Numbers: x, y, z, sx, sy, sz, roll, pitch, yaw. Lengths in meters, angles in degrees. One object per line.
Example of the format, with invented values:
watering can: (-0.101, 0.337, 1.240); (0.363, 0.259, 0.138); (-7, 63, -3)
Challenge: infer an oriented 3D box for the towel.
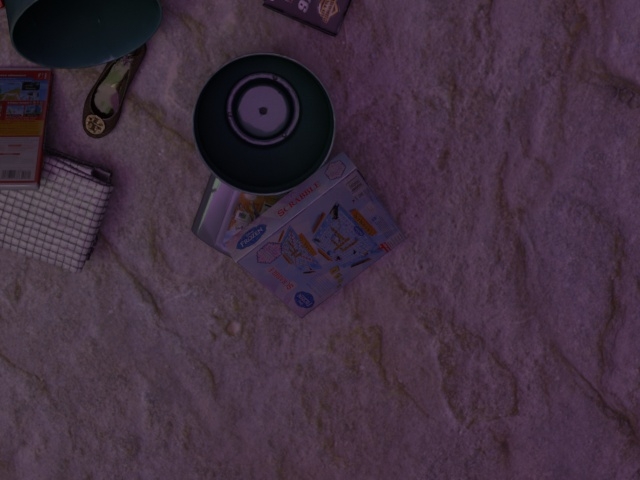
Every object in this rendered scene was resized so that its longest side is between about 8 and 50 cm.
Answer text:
towel: (-0.618, -0.087, 1.718); (0.283, 0.121, 0.235); (19, 103, -6)

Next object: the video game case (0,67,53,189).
video game case: (-0.685, -0.239, 1.627); (0.204, 0.025, 0.285); (0, 69, -2)

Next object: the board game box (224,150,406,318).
board game box: (0.000, 0.000, 1.693); (0.318, 0.066, 0.319); (-37, 142, 3)

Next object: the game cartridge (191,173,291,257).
game cartridge: (-0.138, -0.038, 1.786); (0.297, 0.062, 0.198); (20, 101, -8)

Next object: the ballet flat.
ballet flat: (-0.454, -0.335, 1.678); (0.084, 0.058, 0.250); (30, 103, -10)

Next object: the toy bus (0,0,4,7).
toy bus: (-0.753, -0.562, 1.573); (0.190, 0.104, 0.202); (11, 106, -5)

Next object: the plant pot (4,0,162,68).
plant pot: (-0.485, -0.518, 1.511); (0.292, 0.293, 0.235); (-20, 77, 4)

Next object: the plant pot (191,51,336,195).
plant pot: (-0.120, -0.263, 1.640); (0.292, 0.196, 0.293); (-1, 110, -4)

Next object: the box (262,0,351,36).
box: (-0.004, -0.570, 1.631); (0.175, 0.051, 0.220); (22, 105, -9)
